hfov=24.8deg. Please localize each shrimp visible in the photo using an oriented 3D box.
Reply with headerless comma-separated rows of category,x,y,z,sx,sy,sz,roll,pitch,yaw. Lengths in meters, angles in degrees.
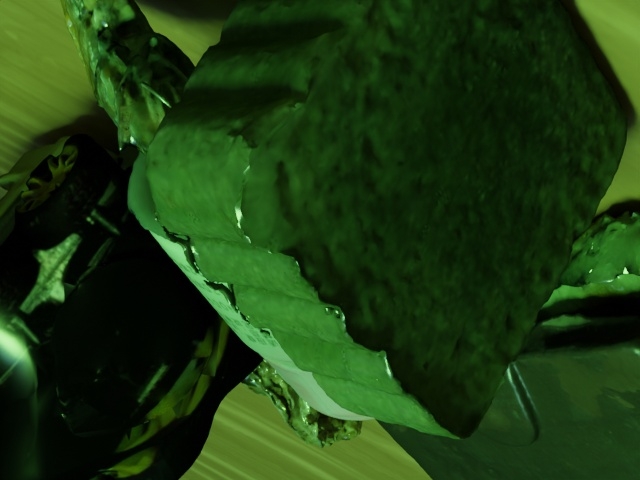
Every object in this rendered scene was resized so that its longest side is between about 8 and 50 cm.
shrimp,-0.083,-0.098,0.662,0.217,0.051,0.150,52,156,37

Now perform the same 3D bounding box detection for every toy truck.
toy truck,-0.210,0.119,0.878,0.181,0.405,0.254,43,160,-26

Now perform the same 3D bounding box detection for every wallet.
wallet,0.136,0.113,0.809,0.165,0.042,0.309,43,156,-15

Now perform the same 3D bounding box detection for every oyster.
oyster,-0.039,0.094,1.044,0.177,0.056,0.105,36,164,-13

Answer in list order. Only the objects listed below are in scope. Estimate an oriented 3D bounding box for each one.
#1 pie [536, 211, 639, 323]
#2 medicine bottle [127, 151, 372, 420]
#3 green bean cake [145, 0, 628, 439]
pie,0.210,0.070,0.766,0.241,0.054,0.240,23,152,13
medicine bottle,0.000,0.000,0.755,0.135,0.135,0.168,6,145,37
green bean cake,0.031,-0.034,0.606,0.094,0.185,0.183,3,144,42
